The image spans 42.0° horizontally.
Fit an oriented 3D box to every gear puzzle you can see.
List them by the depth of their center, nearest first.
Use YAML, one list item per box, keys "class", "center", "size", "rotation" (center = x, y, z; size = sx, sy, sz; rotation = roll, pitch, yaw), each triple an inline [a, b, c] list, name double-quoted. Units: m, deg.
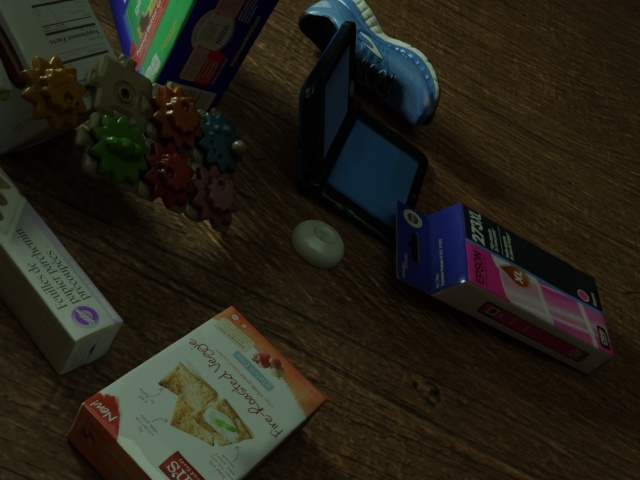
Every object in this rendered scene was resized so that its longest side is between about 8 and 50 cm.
- class: "gear puzzle"
  center: [-0.212, -0.139, 1.022]
  size: [0.339, 0.044, 0.175]
  rotation: [26, 60, -46]

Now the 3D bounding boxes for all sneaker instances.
- class: "sneaker"
  center: [0.080, -0.319, 1.531]
  size: [0.147, 0.129, 0.330]
  rotation: [-30, 66, -34]

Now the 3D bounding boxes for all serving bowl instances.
- class: "serving bowl"
  center: [0.000, 0.000, 1.186]
  size: [0.083, 0.027, 0.083]
  rotation: [20, 41, -18]

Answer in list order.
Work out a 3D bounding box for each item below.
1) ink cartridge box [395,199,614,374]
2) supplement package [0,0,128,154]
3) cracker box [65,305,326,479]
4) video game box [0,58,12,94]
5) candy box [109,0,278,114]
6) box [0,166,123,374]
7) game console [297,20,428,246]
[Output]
- class: "ink cartridge box"
  center: [0.281, 0.059, 1.279]
  size: [0.371, 0.069, 0.175]
  rotation: [25, 40, -18]
- class: "supplement package"
  center: [-0.366, -0.251, 1.019]
  size: [0.134, 0.139, 0.244]
  rotation: [-36, 103, -51]
- class: "cracker box"
  center: [-0.121, 0.183, 0.870]
  size: [0.156, 0.067, 0.232]
  rotation: [43, 39, 11]
- class: "video game box"
  center: [-0.465, -0.228, 0.910]
  size: [0.048, 0.187, 0.205]
  rotation: [-117, -173, -84]
- class: "candy box"
  center: [-0.199, -0.378, 1.246]
  size: [0.122, 0.268, 0.317]
  rotation: [10, 43, -34]
- class: "box"
  center: [-0.340, -0.001, 0.907]
  size: [0.324, 0.067, 0.063]
  rotation: [47, 39, 17]
- class: "game console"
  center: [0.081, -0.178, 1.329]
  size: [0.173, 0.250, 0.293]
  rotation: [9, 37, 10]
